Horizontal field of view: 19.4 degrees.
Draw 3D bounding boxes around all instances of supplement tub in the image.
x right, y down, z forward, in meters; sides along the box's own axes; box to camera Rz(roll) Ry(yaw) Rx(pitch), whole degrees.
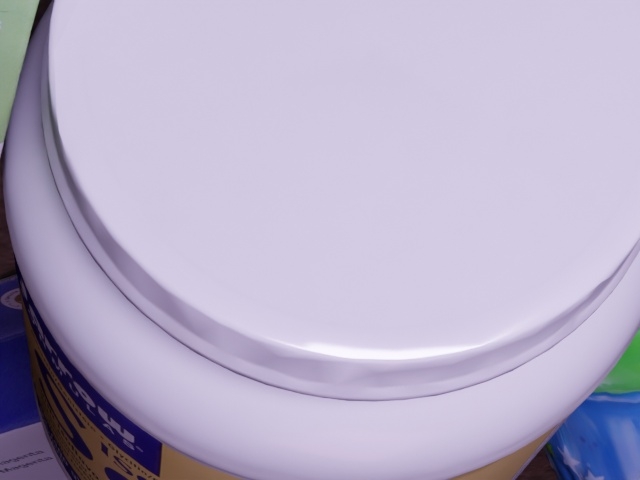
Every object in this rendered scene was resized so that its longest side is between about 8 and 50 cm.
[{"bbox_3d":[0.000,0.000,0.739,0.241,0.241,0.331,-6,160,-8],"label":"supplement tub"}]

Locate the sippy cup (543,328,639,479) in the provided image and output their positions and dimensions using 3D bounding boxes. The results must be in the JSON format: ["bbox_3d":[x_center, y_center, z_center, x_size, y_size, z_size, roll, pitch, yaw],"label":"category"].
[{"bbox_3d":[0.217,0.098,0.988,0.240,0.224,0.305,-24,-161,-24],"label":"sippy cup"}]

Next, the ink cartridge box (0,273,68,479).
[{"bbox_3d":[-0.172,0.113,1.241,0.324,0.071,0.330,-19,159,28],"label":"ink cartridge box"}]

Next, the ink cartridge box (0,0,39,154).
[{"bbox_3d":[-0.279,-0.078,0.588,0.353,0.119,0.207,-3,158,-17],"label":"ink cartridge box"}]
